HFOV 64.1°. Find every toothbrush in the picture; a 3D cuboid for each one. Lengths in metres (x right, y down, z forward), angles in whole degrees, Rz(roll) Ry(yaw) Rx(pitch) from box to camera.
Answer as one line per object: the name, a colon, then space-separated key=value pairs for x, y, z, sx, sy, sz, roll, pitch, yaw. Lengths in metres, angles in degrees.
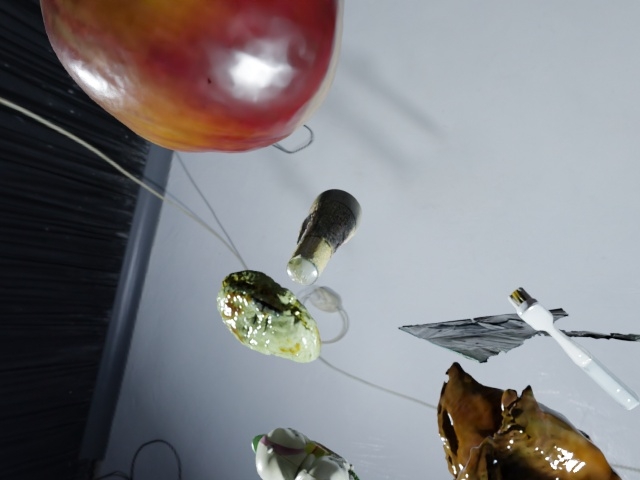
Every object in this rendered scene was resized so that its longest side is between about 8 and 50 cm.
toothbrush: x=0.296 y=0.134 z=0.572 sx=0.025 sy=0.342 sz=0.030 roll=-44 pitch=37 yaw=15

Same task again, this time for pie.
pie: x=-0.115 y=0.160 z=1.036 sx=0.247 sy=0.090 sz=0.201 roll=16 pitch=127 yaw=28

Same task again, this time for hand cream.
hand cream: x=0.000 y=0.000 z=0.740 sx=0.083 sy=0.203 sz=0.084 roll=9 pitch=121 yaw=15

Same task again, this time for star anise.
star anise: x=0.157 y=0.234 z=0.353 sx=0.148 sy=0.237 sz=0.347 roll=-15 pitch=41 yaw=23

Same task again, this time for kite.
kite: x=0.230 y=0.103 z=0.595 sx=0.314 sy=0.335 sz=0.012 roll=-5 pitch=89 yaw=39

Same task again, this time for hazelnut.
hazelnut: x=-0.085 y=-0.167 z=0.364 sx=0.229 sy=0.229 sz=0.230 roll=-4 pitch=81 yaw=23

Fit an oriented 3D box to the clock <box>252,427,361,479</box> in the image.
clock: x=-0.022 y=0.388 z=0.856 sx=0.230 sy=0.144 sz=0.103 roll=18 pitch=63 yaw=28
